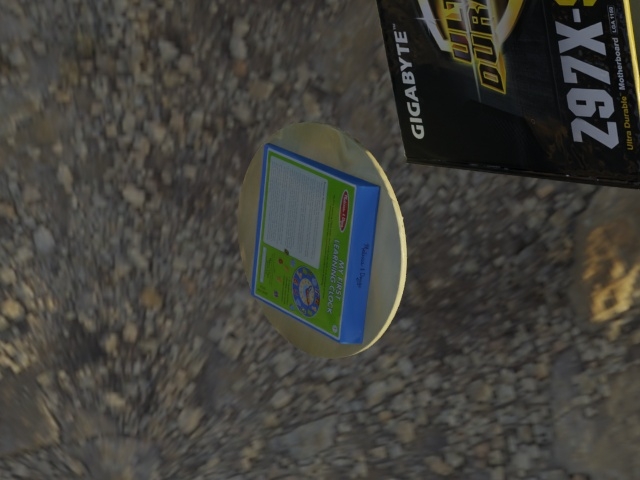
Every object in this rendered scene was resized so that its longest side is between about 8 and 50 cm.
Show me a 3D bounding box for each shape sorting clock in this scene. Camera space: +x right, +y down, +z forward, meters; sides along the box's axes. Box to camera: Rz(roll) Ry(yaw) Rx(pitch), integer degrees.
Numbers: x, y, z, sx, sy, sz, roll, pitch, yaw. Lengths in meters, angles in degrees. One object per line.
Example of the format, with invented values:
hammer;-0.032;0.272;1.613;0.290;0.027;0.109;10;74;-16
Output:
shape sorting clock;0.000;0.000;1.499;0.040;0.206;0.206;-9;81;-39

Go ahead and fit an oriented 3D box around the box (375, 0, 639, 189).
box;0.158;-0.210;1.408;0.079;0.257;0.322;-32;119;-41
